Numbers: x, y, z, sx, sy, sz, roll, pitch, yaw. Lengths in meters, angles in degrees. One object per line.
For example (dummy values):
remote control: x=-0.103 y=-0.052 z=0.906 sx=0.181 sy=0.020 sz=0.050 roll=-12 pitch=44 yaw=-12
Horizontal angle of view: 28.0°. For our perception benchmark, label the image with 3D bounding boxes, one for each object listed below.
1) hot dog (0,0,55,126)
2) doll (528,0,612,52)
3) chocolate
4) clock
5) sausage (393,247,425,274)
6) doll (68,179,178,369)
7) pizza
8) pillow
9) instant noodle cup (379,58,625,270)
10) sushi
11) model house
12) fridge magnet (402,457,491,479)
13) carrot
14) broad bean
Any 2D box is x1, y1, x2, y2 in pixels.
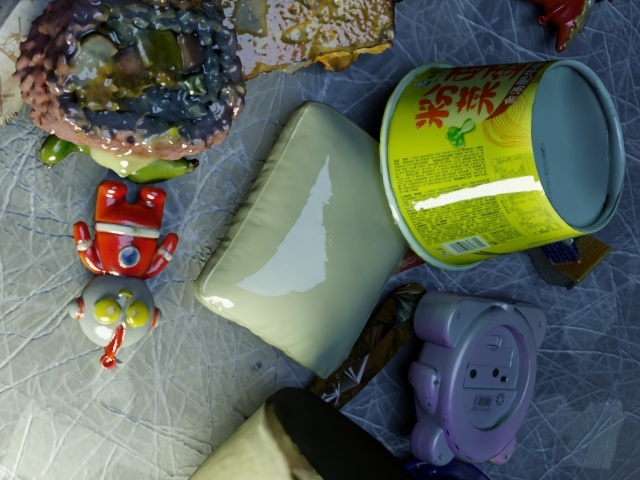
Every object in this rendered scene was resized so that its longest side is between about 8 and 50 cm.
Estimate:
hot dog: x=-0.388 y=-0.237 z=1.601 sx=0.108 sy=0.059 sz=0.191 roll=37 pitch=78 yaw=-30
doll: x=0.380 y=-0.364 z=1.926 sx=0.169 sy=0.057 sz=0.109 roll=-37 pitch=92 yaw=-31
chocolate: x=-0.032 y=0.390 z=1.671 sx=0.326 sy=0.314 sz=0.297 roll=35 pitch=104 yaw=-27
clock: x=0.222 y=0.200 z=1.851 sx=0.228 sy=0.090 sz=0.247 roll=8 pitch=93 yaw=-42
sausage: x=0.135 y=0.022 z=1.858 sx=0.129 sy=0.034 sz=0.034 roll=-18 pitch=101 yaw=-21
doll: x=-0.261 y=0.047 z=1.669 sx=0.142 sy=0.076 sz=0.245 roll=10 pitch=86 yaw=-23
pizza: x=-0.010 y=-0.360 z=1.725 sx=0.278 sy=0.114 sz=0.408 roll=30 pitch=83 yaw=-21
pillow: x=0.000 y=0.000 z=1.750 sx=0.255 sy=0.120 sz=0.322 roll=35 pitch=80 yaw=-23
instant noodle cup: x=0.261 y=-0.115 z=1.745 sx=0.311 sy=0.221 sz=0.311 roll=7 pitch=80 yaw=-47
sushi: x=-0.238 y=-0.195 z=1.577 sx=0.270 sy=0.171 sz=0.236 roll=-3 pitch=89 yaw=-38
model house: x=0.372 y=0.011 z=1.922 sx=0.088 sy=0.100 sz=0.100 roll=-40 pitch=107 yaw=-15
fridge magnet: x=0.167 y=0.445 z=1.858 sx=0.265 sy=0.113 sz=0.265 roll=1 pitch=89 yaw=-26
carrot: x=0.072 y=0.154 z=1.828 sx=0.228 sy=0.069 sz=0.069 roll=-47 pitch=109 yaw=-13
broad bean: x=-0.257 y=-0.112 z=1.671 sx=0.214 sy=0.048 sz=0.070 roll=7 pitch=90 yaw=-23
